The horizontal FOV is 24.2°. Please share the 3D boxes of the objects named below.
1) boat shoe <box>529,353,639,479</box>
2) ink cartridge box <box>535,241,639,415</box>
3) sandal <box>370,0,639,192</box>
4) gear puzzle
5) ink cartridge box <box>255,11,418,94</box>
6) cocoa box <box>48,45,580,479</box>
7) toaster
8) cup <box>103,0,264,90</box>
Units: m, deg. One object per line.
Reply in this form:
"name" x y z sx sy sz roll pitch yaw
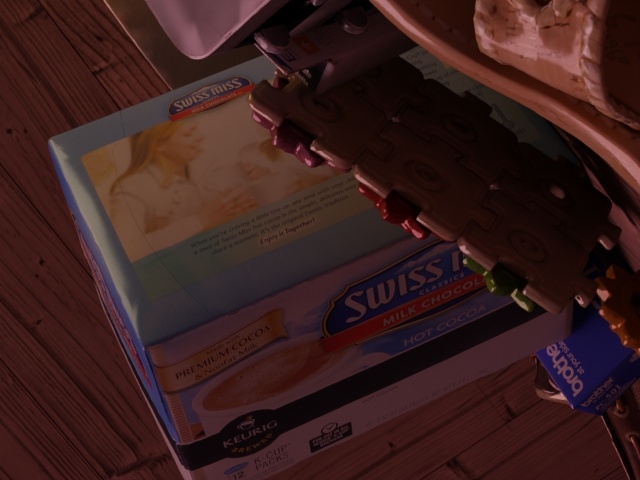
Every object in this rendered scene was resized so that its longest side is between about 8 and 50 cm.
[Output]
"boat shoe" 0.255 0.111 1.406 0.342 0.123 0.123 55 -176 -13
"ink cartridge box" 0.207 0.040 1.275 0.046 0.097 0.207 18 -150 -44
"sandal" 0.090 -0.064 0.398 0.240 0.088 0.079 49 153 4
"gear puzzle" 0.112 -0.020 0.991 0.339 0.044 0.175 34 -145 2
"ink cartridge box" -0.040 -0.196 0.990 0.223 0.045 0.224 46 -141 12
"cocoa box" 0.000 0.000 1.176 0.228 0.347 0.231 81 163 -52
"toaster" -0.035 -0.203 0.861 0.168 0.110 0.185 -24 -103 -49
"cup" -0.092 -0.297 1.388 0.331 0.237 0.331 55 -176 -5
